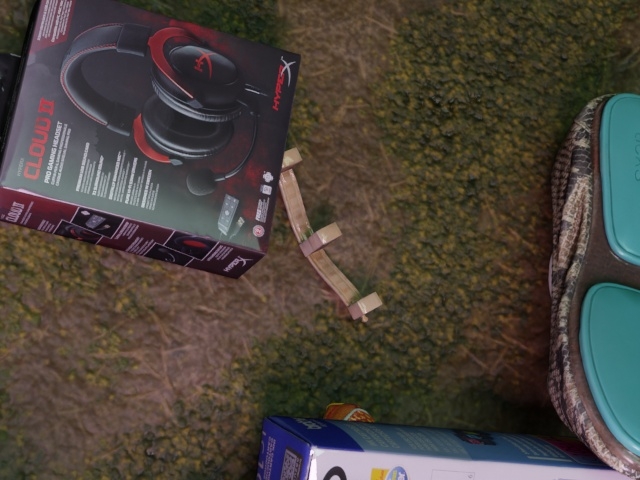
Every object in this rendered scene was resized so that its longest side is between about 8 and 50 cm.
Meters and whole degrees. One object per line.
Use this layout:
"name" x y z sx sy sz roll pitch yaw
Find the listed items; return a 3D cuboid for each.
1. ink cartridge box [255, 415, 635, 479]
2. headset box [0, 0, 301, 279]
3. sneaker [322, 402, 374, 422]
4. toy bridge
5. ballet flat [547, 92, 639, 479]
"ink cartridge box" 0.077 0.308 1.380 0.396 0.151 0.270 7 92 -20
"headset box" -0.186 -0.107 1.468 0.293 0.110 0.218 15 71 -15
"sneaker" 0.006 0.243 1.467 0.064 0.067 0.175 27 83 -24
"toy bridge" 0.000 0.000 1.529 0.026 0.063 0.188 -27 86 -24
"ballet flat" 0.292 0.066 1.516 0.164 0.182 0.482 17 49 -13
